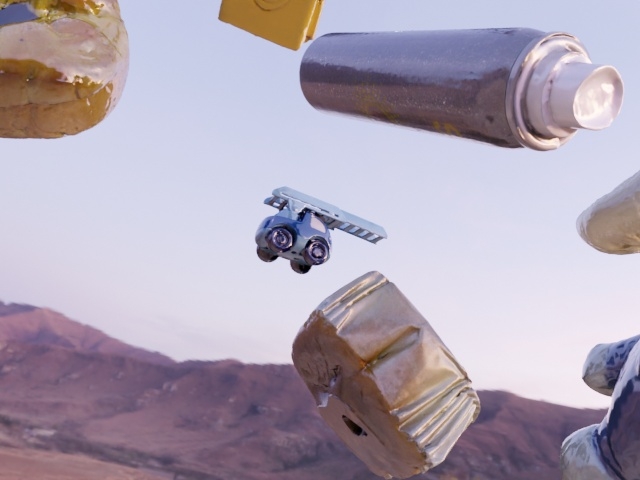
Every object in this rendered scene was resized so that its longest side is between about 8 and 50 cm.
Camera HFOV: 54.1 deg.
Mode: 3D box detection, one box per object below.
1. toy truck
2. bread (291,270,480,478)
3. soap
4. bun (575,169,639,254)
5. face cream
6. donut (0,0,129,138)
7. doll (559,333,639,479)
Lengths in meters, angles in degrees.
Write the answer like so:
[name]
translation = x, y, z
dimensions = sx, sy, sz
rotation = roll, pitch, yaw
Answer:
[toy truck]
translation = 0.000, 0.000, 0.656
dimensions = 0.136, 0.074, 0.063
rotation = 22, -22, -17
[bread]
translation = 0.057, 0.151, 0.662
dimensions = 0.192, 0.110, 0.210
rotation = 53, -21, 11
[soap]
translation = -0.070, -0.563, 1.244
dimensions = 0.204, 0.096, 0.324
rotation = 21, -53, -2
[bun]
translation = 0.481, -0.043, 0.905
dimensions = 0.127, 0.222, 0.222
rotation = 51, -14, 9
[face cream]
translation = 0.079, -0.113, 0.448
dimensions = 0.073, 0.073, 0.283
rotation = 25, 2, -34
[donut]
translation = -0.340, -0.212, 0.675
dimensions = 0.261, 0.208, 0.128
rotation = 7, -30, -8
[doll]
translation = 0.278, 0.064, 0.357
dimensions = 0.228, 0.258, 0.154
rotation = 9, -58, 55
